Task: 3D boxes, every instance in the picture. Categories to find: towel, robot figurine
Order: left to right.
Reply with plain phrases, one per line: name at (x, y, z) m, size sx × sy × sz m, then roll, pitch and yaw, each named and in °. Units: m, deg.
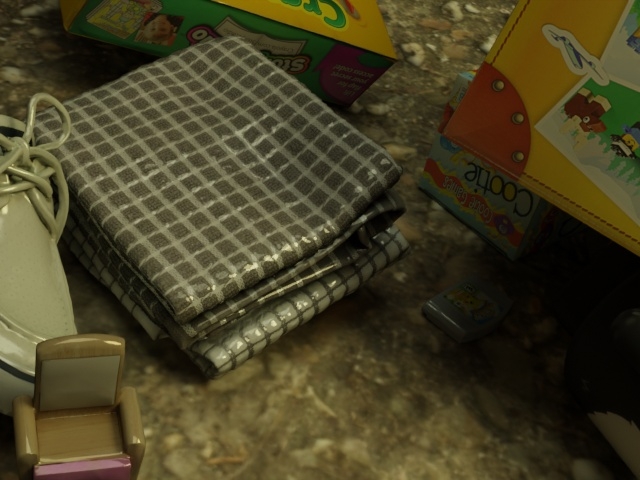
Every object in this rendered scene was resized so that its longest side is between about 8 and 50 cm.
towel at (-0.092, -0.047, 0.784) m, size 0.235 × 0.121 × 0.283 m, roll -30°, pitch 55°, yaw -28°
robot figurine at (0.296, 0.121, 0.706) m, size 0.209 × 0.173 × 0.278 m, roll -10°, pitch 44°, yaw -25°

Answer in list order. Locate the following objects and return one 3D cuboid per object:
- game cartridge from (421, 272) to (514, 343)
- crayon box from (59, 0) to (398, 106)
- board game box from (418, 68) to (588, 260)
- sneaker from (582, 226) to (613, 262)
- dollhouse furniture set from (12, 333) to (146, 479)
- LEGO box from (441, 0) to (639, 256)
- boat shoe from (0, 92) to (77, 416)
game cartridge at (0.137, 0.062, 0.848) m, size 0.056 × 0.017 × 0.083 m, roll 41°, pitch 44°, yaw 24°
crayon box at (-0.114, -0.330, 1.026) m, size 0.363 × 0.106 × 0.313 m, roll 7°, pitch 54°, yaw -39°
board game box at (0.264, -0.108, 1.003) m, size 0.275 × 0.142 × 0.144 m, roll -20°, pitch 50°, yaw -38°
sneaker at (0.287, 0.007, 0.915) m, size 0.061 × 0.065 × 0.158 m, roll 23°, pitch 74°, yaw -17°
dollhouse furniture set at (-0.205, 0.171, 0.437) m, size 0.286 × 0.198 × 0.303 m, roll -1°, pitch 41°, yaw -21°
LEGO box at (0.390, -0.072, 0.713) m, size 0.500 × 0.193 × 0.372 m, roll 33°, pitch 29°, yaw 7°
boat shoe at (-0.250, -0.044, 0.690) m, size 0.367 × 0.156 × 0.136 m, roll 49°, pitch 15°, yaw 32°
